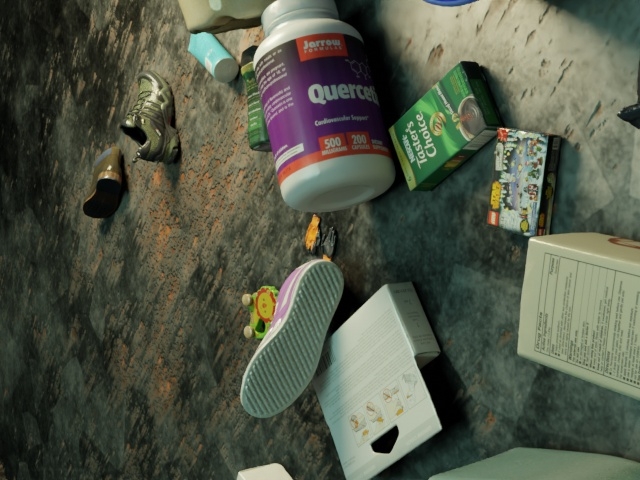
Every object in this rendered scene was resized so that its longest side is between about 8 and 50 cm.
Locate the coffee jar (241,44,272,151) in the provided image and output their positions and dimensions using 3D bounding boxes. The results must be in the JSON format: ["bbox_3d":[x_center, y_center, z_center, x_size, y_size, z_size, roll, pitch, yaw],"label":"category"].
[{"bbox_3d":[-0.087,-0.253,1.744,0.079,0.096,0.184,-15,80,56],"label":"coffee jar"}]

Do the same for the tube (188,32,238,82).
[{"bbox_3d":[-0.227,-0.383,1.984,0.207,0.052,0.080,51,127,47],"label":"tube"}]

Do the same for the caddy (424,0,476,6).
[{"bbox_3d":[0.211,-0.417,1.171,0.341,0.179,0.241,-6,101,46],"label":"caddy"}]

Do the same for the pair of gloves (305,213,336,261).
[{"bbox_3d":[0.000,0.000,1.712,0.083,0.010,0.074,37,121,47],"label":"pair of gloves"}]

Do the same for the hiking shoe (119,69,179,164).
[{"bbox_3d":[-0.383,-0.276,2.153,0.086,0.114,0.227,-37,62,49],"label":"hiking shoe"}]

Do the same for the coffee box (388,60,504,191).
[{"bbox_3d":[0.177,-0.160,1.418,0.184,0.040,0.113,-40,60,49],"label":"coffee box"}]

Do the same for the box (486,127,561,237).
[{"bbox_3d":[0.268,-0.078,1.305,0.094,0.027,0.137,19,108,54],"label":"box"}]

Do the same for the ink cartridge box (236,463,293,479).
[{"bbox_3d":[-0.101,0.551,1.822,0.160,0.092,0.219,39,124,46],"label":"ink cartridge box"}]

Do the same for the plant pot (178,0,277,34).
[{"bbox_3d":[-0.146,-0.517,1.657,0.334,0.334,0.305,2,105,55],"label":"plant pot"}]

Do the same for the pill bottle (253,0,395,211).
[{"bbox_3d":[-0.001,-0.218,1.549,0.181,0.181,0.323,-31,67,52],"label":"pill bottle"}]

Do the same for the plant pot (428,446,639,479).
[{"bbox_3d":[0.303,0.370,1.115,0.252,0.248,0.247,-12,82,37],"label":"plant pot"}]

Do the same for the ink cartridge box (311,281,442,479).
[{"bbox_3d":[0.095,0.233,1.549,0.275,0.060,0.239,-48,55,46],"label":"ink cartridge box"}]

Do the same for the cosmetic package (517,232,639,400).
[{"bbox_3d":[0.372,0.089,1.080,0.296,0.129,0.153,19,109,53],"label":"cosmetic package"}]

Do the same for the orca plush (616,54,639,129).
[{"bbox_3d":[0.424,-0.251,1.051,0.151,0.102,0.287,15,124,8],"label":"orca plush"}]

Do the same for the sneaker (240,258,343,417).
[{"bbox_3d":[-0.052,0.162,1.664,0.282,0.102,0.161,-60,13,-6],"label":"sneaker"}]

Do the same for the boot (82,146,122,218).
[{"bbox_3d":[-0.531,-0.139,2.434,0.219,0.082,0.106,-44,35,52],"label":"boot"}]

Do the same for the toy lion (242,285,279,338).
[{"bbox_3d":[-0.106,0.136,1.860,0.096,0.034,0.100,-2,91,48],"label":"toy lion"}]
